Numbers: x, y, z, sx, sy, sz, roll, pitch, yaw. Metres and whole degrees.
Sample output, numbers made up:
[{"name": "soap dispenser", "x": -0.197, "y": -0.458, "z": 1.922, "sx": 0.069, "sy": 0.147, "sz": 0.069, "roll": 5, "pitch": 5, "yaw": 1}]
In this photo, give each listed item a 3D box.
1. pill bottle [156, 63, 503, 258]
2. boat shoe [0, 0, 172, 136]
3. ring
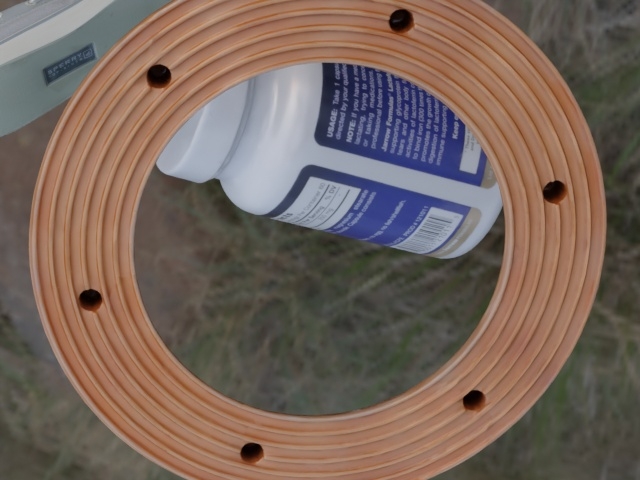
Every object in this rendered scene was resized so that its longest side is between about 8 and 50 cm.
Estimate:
[{"name": "pill bottle", "x": 0.009, "y": -0.084, "z": 1.357, "sx": 0.264, "sy": 0.153, "sz": 0.153, "roll": 14, "pitch": 141, "yaw": -25}, {"name": "boat shoe", "x": -0.175, "y": -0.151, "z": 1.195, "sx": 0.081, "sy": 0.227, "sz": 0.079, "roll": 41, "pitch": 149, "yaw": 35}, {"name": "ring", "x": 0.000, "y": 0.000, "z": 0.997, "sx": 0.336, "sy": 0.032, "sz": 0.336, "roll": -2, "pitch": 110, "yaw": -7}]
